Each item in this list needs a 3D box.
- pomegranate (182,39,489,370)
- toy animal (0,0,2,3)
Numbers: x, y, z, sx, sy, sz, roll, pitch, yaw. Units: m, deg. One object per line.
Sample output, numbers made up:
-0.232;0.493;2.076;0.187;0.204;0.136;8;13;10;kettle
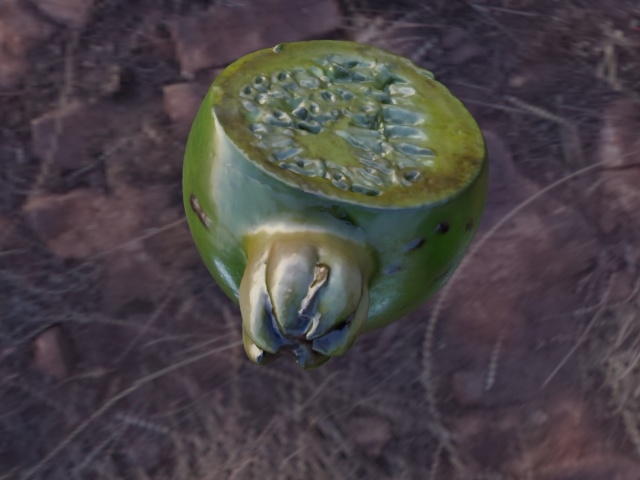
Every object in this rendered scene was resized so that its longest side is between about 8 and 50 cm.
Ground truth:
0.012;-0.003;1.182;0.241;0.189;0.159;-119;33;-44;pomegranate
-0.203;-0.165;0.672;0.250;0.310;0.251;-2;96;-15;toy animal
